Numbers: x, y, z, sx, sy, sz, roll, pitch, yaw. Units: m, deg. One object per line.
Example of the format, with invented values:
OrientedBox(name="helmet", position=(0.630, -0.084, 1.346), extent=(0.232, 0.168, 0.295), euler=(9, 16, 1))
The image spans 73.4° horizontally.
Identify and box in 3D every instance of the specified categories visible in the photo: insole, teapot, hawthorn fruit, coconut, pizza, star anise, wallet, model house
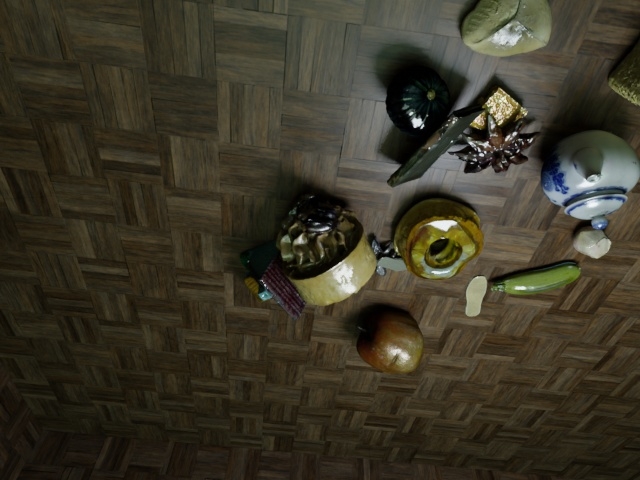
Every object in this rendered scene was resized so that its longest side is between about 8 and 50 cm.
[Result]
OrientedBox(name="insole", position=(0.284, 0.089, 1.648), extent=(0.191, 0.010, 0.063), euler=(12, 121, -41))
OrientedBox(name="teapot", position=(0.798, -0.167, 1.271), extent=(0.252, 0.280, 0.424), euler=(-13, 162, 30))
OrientedBox(name="hawthorn fruit", position=(0.278, 0.428, 1.827), extent=(0.300, 0.268, 0.268), euler=(20, 129, -2))
OrientedBox(name="coconut", position=(0.962, 0.002, 1.530), extent=(0.124, 0.110, 0.110), euler=(30, 125, -25))
OrientedBox(name="pizza", position=(0.520, -0.392, 1.262), extent=(0.174, 0.046, 0.134), euler=(0, 132, 2))
OrientedBox(name="star anise", position=(0.210, 0.070, 1.655), extent=(0.180, 0.061, 0.205), euler=(5, 131, -2))
OrientedBox(name="wallet", position=(0.332, -0.274, 1.270), extent=(0.044, 0.169, 0.317), euler=(55, 141, 12))
OrientedBox(name="insole", position=(0.651, 0.238, 1.807), extent=(0.081, 0.011, 0.248), euler=(-5, 130, 6))
OrientedBox(name="model house", position=(-0.172, 0.180, 1.645), extent=(0.229, 0.249, 0.281), euler=(-23, 125, 21))
OrientedBox(name="star anise", position=(0.531, -0.267, 1.308), extent=(0.271, 0.103, 0.272), euler=(0, 147, 0))

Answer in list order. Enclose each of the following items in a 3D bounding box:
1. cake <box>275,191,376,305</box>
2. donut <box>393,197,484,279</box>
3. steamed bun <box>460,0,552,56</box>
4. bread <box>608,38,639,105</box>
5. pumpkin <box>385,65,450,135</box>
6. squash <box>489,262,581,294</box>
OrientedBox(name="cake", position=(-0.006, 0.006, 1.453), extent=(0.332, 0.332, 0.321), euler=(-22, 119, 20))
OrientedBox(name="donut", position=(0.426, 0.011, 1.533), extent=(0.329, 0.160, 0.330), euler=(-4, 132, -4))
OrientedBox(name="steamed bun", position=(0.474, -0.551, 1.094), extent=(0.212, 0.111, 0.231), euler=(-28, 121, 24))
OrientedBox(name="bread", position=(0.939, -0.409, 1.072), extent=(0.278, 0.315, 0.248), euler=(13, 132, -21))
OrientedBox(name="pumpkin", position=(0.273, -0.387, 1.200), extent=(0.194, 0.194, 0.150), euler=(12, 158, -8))
OrientedBox(name="squash", position=(0.840, 0.163, 1.688), extent=(0.340, 0.095, 0.095), euler=(-16, 128, 12))
